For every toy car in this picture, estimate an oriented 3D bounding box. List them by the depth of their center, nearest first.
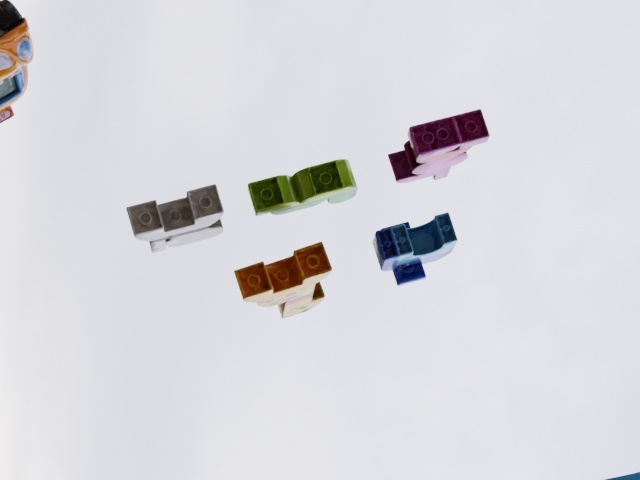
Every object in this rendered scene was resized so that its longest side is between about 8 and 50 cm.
[{"bbox_3d":[-0.086,-0.075,0.575,0.060,0.122,0.040,11,-49,42],"label":"toy car"}]

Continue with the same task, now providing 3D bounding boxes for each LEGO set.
[{"bbox_3d":[0.000,0.000,1.116,0.093,0.227,0.087,103,-29,-74],"label":"LEGO set"}]

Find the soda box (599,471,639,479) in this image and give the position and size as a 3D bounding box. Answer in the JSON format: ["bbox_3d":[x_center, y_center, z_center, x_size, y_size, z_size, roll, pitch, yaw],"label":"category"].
[{"bbox_3d":[0.149,0.198,0.758,0.210,0.071,0.067,-110,-169,-50],"label":"soda box"}]
